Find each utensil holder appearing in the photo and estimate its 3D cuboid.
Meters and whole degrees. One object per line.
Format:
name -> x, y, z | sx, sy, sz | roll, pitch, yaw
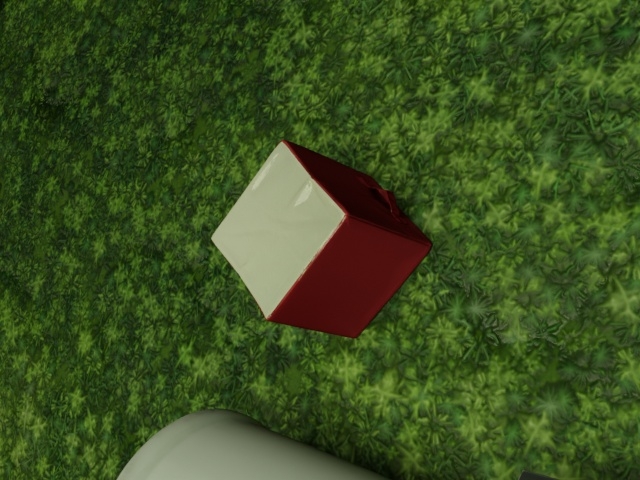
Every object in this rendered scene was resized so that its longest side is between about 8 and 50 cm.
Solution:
utensil holder -> -0.033, 0.414, 1.055 | 0.386, 0.328, 0.327 | 12, 86, 41

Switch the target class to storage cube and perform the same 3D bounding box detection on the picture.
storage cube -> 0.000, 0.000, 1.232 | 0.215, 0.193, 0.183 | -53, 50, 18

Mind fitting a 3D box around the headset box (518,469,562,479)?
headset box -> 0.201, 0.373, 0.827 | 0.218, 0.110, 0.293 | 4, 83, 43
